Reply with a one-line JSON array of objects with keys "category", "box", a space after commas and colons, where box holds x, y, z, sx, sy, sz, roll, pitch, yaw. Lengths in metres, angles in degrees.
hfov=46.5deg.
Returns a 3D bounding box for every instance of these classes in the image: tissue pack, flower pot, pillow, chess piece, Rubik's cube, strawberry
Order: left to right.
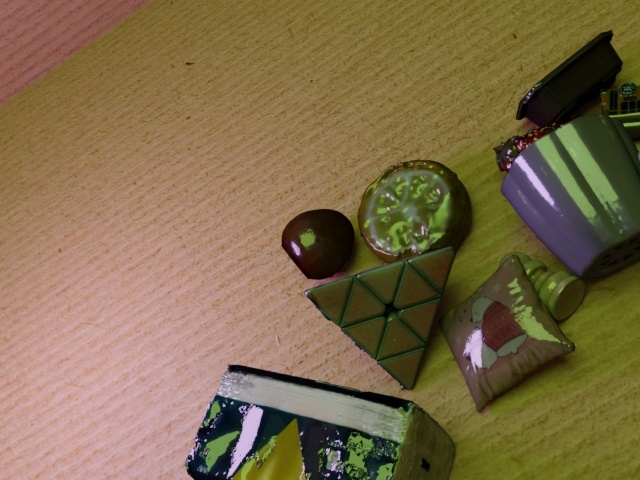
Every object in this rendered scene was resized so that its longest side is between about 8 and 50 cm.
[{"category": "tissue pack", "box": [-0.001, 0.400, 1.389, 0.417, 0.264, 0.253, 8, 66, 32]}, {"category": "Rubik's cube", "box": [0.127, 0.126, 1.522, 0.228, 0.228, 0.233, 21, 57, 21]}, {"category": "pillow", "box": [0.345, 0.179, 1.436, 0.236, 0.084, 0.223, -46, 50, 26]}, {"category": "chess piece", "box": [0.431, 0.079, 1.480, 0.094, 0.094, 0.170, -47, 42, -5]}, {"category": "strawberry", "box": [0.496, -0.186, 1.579, 0.237, 0.190, 0.111, -17, 85, -6]}, {"category": "flower pot", "box": [0.555, -0.333, 1.631, 0.251, 0.179, 0.084, -38, 75, 2]}, {"category": "flower pot", "box": [0.521, -0.068, 1.434, 0.265, 0.265, 0.243, -29, 64, 10]}]

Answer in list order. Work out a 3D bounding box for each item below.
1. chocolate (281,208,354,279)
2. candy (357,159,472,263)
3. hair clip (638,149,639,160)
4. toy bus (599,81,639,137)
[{"category": "chocolate", "box": [0.000, 0.000, 1.715, 0.177, 0.176, 0.176, -14, 55, 21]}, {"category": "candy", "box": [0.207, -0.059, 1.664, 0.260, 0.118, 0.259, -14, 57, 23]}, {"category": "hair clip", "box": [0.773, -0.114, 1.303, 0.318, 0.238, 0.392, -38, 51, 2]}, {"category": "toy bus", "box": [0.681, -0.269, 1.554, 0.182, 0.091, 0.103, -2, 60, 26]}]
